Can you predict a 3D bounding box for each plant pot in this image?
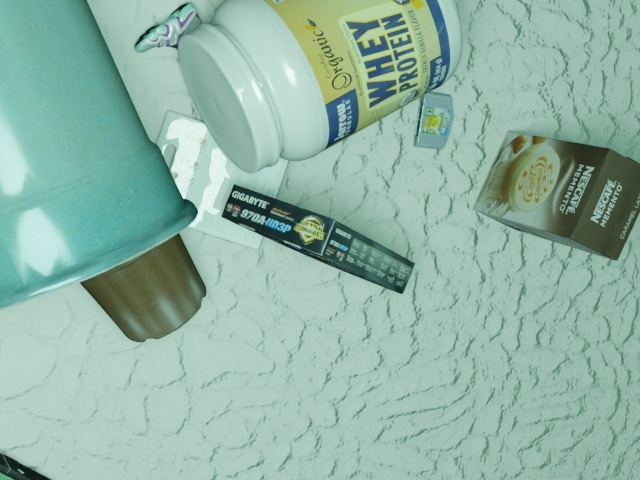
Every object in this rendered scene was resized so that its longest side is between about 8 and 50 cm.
[{"bbox_3d":[-0.239,0.031,1.341,0.167,0.167,0.165,-36,121,-15],"label":"plant pot"},{"bbox_3d":[-0.340,-0.129,1.081,0.341,0.341,0.334,-22,105,-20],"label":"plant pot"}]

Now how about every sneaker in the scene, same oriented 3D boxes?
[{"bbox_3d":[-0.188,-0.257,1.365,0.098,0.038,0.069,-39,113,-13],"label":"sneaker"}]

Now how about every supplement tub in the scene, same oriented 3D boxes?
[{"bbox_3d":[-0.001,-0.242,1.350,0.316,0.228,0.228,-31,112,-17],"label":"supplement tub"}]

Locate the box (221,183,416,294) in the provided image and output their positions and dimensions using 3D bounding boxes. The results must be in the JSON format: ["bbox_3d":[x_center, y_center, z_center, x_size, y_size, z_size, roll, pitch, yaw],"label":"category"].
[{"bbox_3d":[0.000,0.000,1.389,0.220,0.175,0.051,26,86,-53],"label":"box"}]

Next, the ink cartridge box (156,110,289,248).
[{"bbox_3d":[-0.147,-0.081,1.431,0.179,0.045,0.145,19,93,-11],"label":"ink cartridge box"}]

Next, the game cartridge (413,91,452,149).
[{"bbox_3d":[0.170,-0.179,1.565,0.056,0.017,0.083,3,100,-30],"label":"game cartridge"}]

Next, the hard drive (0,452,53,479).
[{"bbox_3d":[-0.388,0.440,1.389,0.339,0.064,0.237,38,84,-32],"label":"hard drive"}]

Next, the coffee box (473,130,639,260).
[{"bbox_3d":[0.354,-0.072,1.544,0.098,0.246,0.141,24,90,-28],"label":"coffee box"}]
